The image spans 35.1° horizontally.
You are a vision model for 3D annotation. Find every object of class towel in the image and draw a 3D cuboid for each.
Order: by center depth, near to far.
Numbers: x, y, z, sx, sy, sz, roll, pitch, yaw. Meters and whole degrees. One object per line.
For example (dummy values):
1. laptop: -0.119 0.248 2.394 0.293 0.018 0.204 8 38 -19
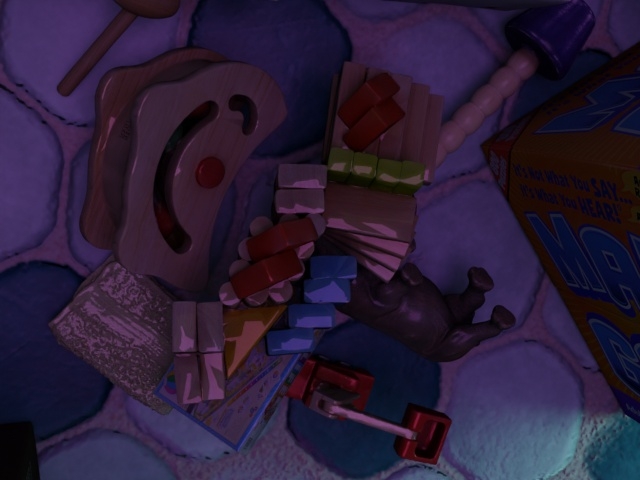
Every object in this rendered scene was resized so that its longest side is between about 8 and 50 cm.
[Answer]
1. towel: -0.174 0.091 0.967 0.148 0.027 0.110 41 89 -15

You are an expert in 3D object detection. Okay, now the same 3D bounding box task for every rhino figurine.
1. rhino figurine: 0.061 0.045 0.980 0.243 0.073 0.106 27 133 -15

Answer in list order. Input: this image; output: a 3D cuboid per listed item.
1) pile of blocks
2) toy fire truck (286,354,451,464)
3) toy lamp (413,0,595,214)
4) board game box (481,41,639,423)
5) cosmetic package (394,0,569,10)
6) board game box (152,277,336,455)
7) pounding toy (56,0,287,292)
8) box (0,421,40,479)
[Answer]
1. pile of blocks: 0.000 0.000 0.864 0.149 0.112 0.362 34 81 0
2. toy fire truck: 0.015 0.150 0.963 0.192 0.135 0.047 18 95 -15
3. toy lamp: 0.155 -0.132 0.980 0.275 0.080 0.080 -45 105 -4
4. board game box: 0.433 -0.018 0.916 0.356 0.356 0.356 -33 105 -6
5. cosmetic package: 0.112 -0.442 0.878 0.230 0.161 0.453 2 99 -13
6. board game box: -0.070 0.105 0.934 0.103 0.026 0.154 30 82 22
7. pounding toy: -0.140 -0.103 0.923 0.154 0.155 0.270 -3 111 -41
8. box: -0.319 0.270 0.780 0.191 0.381 0.143 -6 98 -12
